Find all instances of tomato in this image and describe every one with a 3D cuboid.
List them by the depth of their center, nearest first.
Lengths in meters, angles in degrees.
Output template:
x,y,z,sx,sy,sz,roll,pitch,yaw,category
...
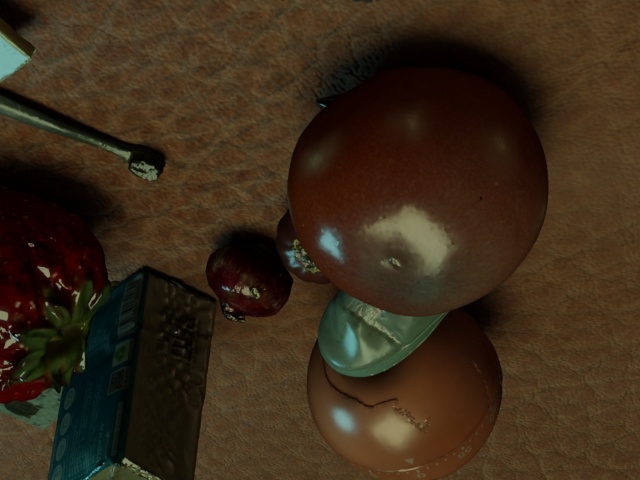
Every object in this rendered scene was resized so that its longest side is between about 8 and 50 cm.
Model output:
x,y,z,sx,sy,sz,roll,pitch,yaw,category
0.095,-0.048,1.541,0.255,0.224,0.256,9,133,10,tomato

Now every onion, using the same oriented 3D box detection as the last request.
x,y,z,sx,sy,sz,roll,pitch,yaw,category
-0.086,0.051,1.840,0.107,0.097,0.107,22,162,8,onion

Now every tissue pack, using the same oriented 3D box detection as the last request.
x,y,z,sx,sy,sz,roll,pitch,yaw,category
-0.231,0.200,1.940,0.134,0.271,0.192,24,145,-28,tissue pack

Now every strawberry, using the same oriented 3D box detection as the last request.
x,y,z,sx,sy,sz,roll,pitch,yaw,category
-0.392,0.052,1.801,0.277,0.257,0.257,31,153,23,strawberry

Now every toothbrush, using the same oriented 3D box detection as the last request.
x,y,z,sx,sy,sz,roll,pitch,yaw,category
-0.303,-0.131,1.679,0.297,0.030,0.030,23,120,-18,toothbrush

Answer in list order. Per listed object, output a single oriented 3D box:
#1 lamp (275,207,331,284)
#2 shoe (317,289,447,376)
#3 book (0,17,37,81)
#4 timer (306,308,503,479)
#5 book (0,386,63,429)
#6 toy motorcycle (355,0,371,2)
x,y,z,sx,sy,sz,roll,pitch,yaw,category
0.000,0.000,1.747,0.101,0.090,0.101,3,110,9,lamp
0.085,0.051,1.719,0.251,0.103,0.100,-42,150,14,shoe
-0.442,-0.196,1.589,0.201,0.026,0.289,42,136,-22,book
0.101,0.173,1.856,0.229,0.230,0.215,-7,151,22,timer
-0.487,0.139,2.120,0.379,0.031,0.264,24,143,-22,book
-0.032,-0.272,1.359,0.212,0.084,0.118,17,154,-3,toy motorcycle
